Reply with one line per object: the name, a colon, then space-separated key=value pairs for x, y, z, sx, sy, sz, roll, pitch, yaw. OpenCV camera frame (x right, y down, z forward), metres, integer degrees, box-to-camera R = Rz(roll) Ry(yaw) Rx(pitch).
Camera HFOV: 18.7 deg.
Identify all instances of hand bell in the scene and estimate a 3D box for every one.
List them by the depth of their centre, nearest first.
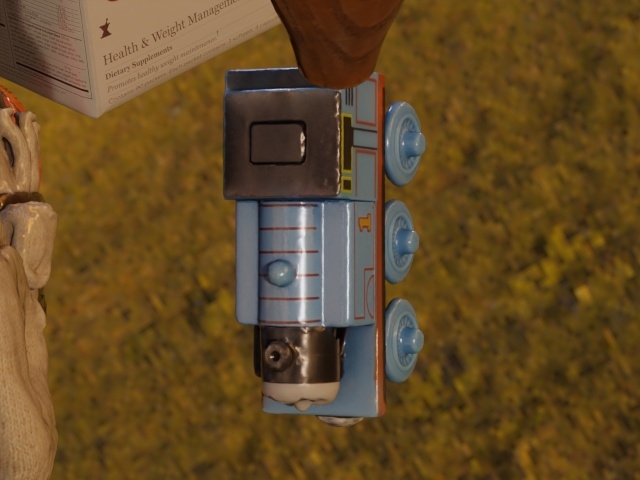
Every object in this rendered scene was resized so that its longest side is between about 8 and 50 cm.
hand bell: x=0.004 y=-0.123 z=0.371 sx=0.126 sy=0.242 sz=0.126 roll=0 pitch=50 yaw=-1

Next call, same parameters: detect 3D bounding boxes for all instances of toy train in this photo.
toy train: x=0.000 y=0.000 z=0.939 sx=0.080 sy=0.184 sz=0.105 roll=1 pitch=0 yaw=26

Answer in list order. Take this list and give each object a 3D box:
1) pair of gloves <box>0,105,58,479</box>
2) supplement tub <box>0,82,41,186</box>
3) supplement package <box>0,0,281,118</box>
pair of gloves: x=-0.127 y=0.032 z=0.795 sx=0.042 sy=0.204 sz=0.240 roll=-4 pitch=-5 yaw=-6
supplement tub: x=-0.349 y=-0.061 z=1.326 sx=0.207 sy=0.207 sz=0.338 roll=-22 pitch=-12 yaw=22
supplement package: x=-0.123 y=-0.217 z=1.172 sx=0.149 sy=0.203 sz=0.194 roll=24 pitch=42 yaw=36
